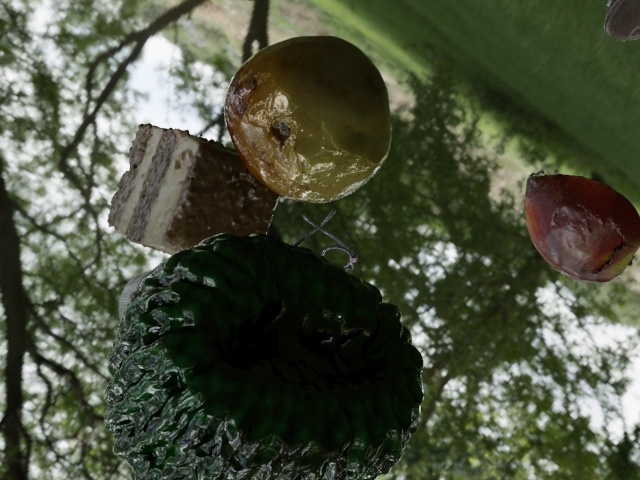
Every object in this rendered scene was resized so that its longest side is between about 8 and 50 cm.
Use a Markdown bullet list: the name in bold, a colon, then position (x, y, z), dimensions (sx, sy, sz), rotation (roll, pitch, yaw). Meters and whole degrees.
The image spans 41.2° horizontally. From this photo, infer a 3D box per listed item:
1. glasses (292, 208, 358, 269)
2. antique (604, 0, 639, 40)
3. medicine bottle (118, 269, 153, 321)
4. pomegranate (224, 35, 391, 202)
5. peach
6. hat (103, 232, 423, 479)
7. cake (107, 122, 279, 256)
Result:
- **glasses**: position (0.000, 0.000, 1.523), dimensions (0.104, 0.140, 0.062), rotation (-82, -17, -45)
- **antique**: position (0.700, -0.532, 1.745), dimensions (0.121, 0.257, 0.143), rotation (35, -135, -8)
- **medicine bottle**: position (-0.161, 0.082, 1.045), dimensions (0.168, 0.105, 0.105), rotation (-6, 156, 46)
- **pomegranate**: position (-0.011, -0.219, 1.491), dimensions (0.319, 0.319, 0.319), rotation (35, -166, -10)
- **peach**: position (0.470, -0.017, 1.534), dimensions (0.279, 0.189, 0.068), rotation (38, -151, -18)
- **hat**: position (-0.086, 0.162, 0.783), dimensions (0.274, 0.332, 0.242), rotation (24, -132, -21)
- **cake**: position (-0.266, -0.082, 1.805), dimensions (0.255, 0.282, 0.290), rotation (18, -176, -36)
